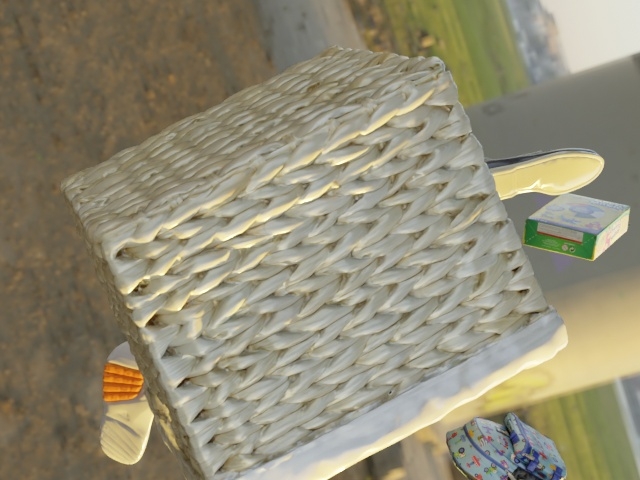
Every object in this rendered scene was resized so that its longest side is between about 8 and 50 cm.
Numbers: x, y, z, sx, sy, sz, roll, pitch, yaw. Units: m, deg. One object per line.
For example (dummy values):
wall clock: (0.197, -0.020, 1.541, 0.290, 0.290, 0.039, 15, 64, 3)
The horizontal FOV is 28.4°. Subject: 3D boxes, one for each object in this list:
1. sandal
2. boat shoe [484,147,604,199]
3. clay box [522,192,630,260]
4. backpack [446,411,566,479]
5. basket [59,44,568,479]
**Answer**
sandal: (-0.291, 0.238, 1.986, 0.076, 0.102, 0.265, -64, 176, -53)
boat shoe: (0.295, -0.105, 1.773, 0.065, 0.206, 0.075, -113, -162, -45)
clay box: (0.449, -0.031, 2.185, 0.222, 0.127, 0.053, -30, 129, -56)
backpack: (0.294, 0.350, 2.064, 0.173, 0.117, 0.158, 35, 14, -10)
basket: (-0.029, 0.019, 1.099, 0.266, 0.331, 0.328, 65, -10, -17)
